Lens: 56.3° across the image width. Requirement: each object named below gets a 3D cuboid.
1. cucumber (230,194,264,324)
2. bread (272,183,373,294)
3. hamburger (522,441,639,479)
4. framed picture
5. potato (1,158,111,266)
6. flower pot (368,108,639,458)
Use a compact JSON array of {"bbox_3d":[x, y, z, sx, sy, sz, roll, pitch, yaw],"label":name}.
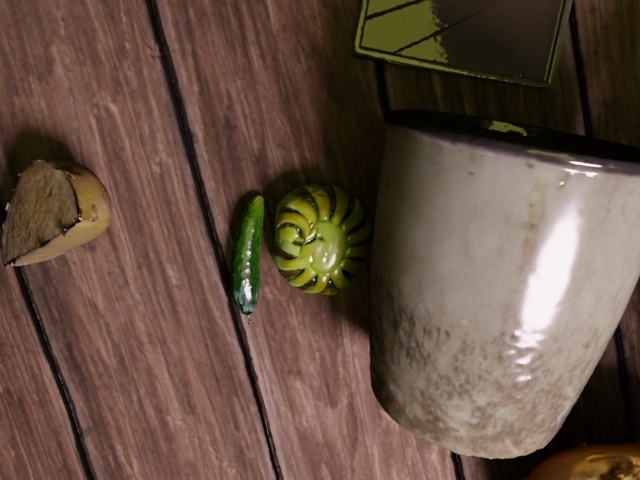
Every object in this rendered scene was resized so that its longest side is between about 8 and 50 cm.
[{"bbox_3d":[-0.094,0.025,0.759,0.039,0.039,0.168,5,97,-4],"label":"cucumber"},{"bbox_3d":[0.000,0.000,0.743,0.129,0.071,0.139,21,99,-11],"label":"bread"},{"bbox_3d":[0.391,0.354,0.739,0.289,0.170,0.314,3,137,-2],"label":"hamburger"},{"bbox_3d":[0.179,-0.296,0.721,0.259,0.023,0.189,8,100,-5],"label":"framed picture"},{"bbox_3d":[-0.311,-0.037,0.725,0.172,0.089,0.101,-27,80,33],"label":"potato"},{"bbox_3d":[0.190,0.040,0.655,0.293,0.293,0.331,7,105,-4],"label":"flower pot"}]
